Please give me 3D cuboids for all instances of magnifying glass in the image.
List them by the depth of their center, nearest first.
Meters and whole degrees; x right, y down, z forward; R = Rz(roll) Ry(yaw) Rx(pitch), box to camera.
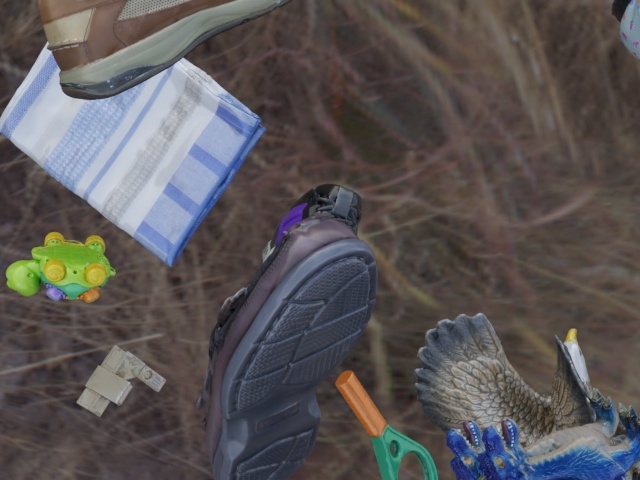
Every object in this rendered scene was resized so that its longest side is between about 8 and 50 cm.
[{"bbox_3d":[0.084,0.258,2.002,0.231,0.026,0.092,59,43,-26],"label":"magnifying glass"}]

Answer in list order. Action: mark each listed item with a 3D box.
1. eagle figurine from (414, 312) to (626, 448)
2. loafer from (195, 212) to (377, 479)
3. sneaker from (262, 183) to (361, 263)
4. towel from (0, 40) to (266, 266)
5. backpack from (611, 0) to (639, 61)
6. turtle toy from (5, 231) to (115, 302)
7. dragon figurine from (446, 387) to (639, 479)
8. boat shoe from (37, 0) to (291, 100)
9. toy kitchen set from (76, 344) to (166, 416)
[{"bbox_3d":[0.267,0.200,1.794,0.298,0.226,0.225,19,37,-46],"label":"eagle figurine"},{"bbox_3d":[-0.043,0.074,1.112,0.109,0.302,0.095,-20,59,-27],"label":"loafer"},{"bbox_3d":[-0.001,0.000,2.004,0.102,0.293,0.146,29,101,-15],"label":"sneaker"},{"bbox_3d":[-0.223,-0.133,1.816,0.285,0.034,0.209,38,100,16],"label":"towel"},{"bbox_3d":[0.502,-0.302,2.264,0.115,0.152,0.182,-38,77,-6],"label":"backpack"},{"bbox_3d":[-0.312,0.039,1.905,0.130,0.095,0.066,4,117,-11],"label":"turtle toy"},{"bbox_3d":[0.209,0.216,1.232,0.144,0.085,0.289,-40,117,-11],"label":"dragon figurine"},{"bbox_3d":[-0.111,-0.244,1.428,0.324,0.122,0.120,-34,108,-27],"label":"boat shoe"},{"bbox_3d":[-0.230,0.186,1.902,0.075,0.068,0.083,43,75,-40],"label":"toy kitchen set"}]
